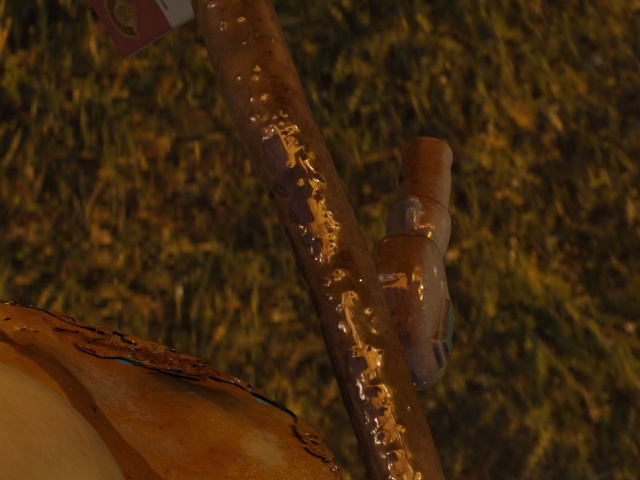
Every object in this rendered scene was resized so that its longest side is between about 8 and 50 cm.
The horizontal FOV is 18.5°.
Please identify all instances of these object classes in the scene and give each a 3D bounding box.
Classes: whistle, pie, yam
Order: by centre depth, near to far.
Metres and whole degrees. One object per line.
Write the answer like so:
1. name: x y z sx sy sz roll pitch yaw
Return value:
1. yam: 0.000 0.000 0.990 0.045 0.327 0.045 -14 152 -12
2. pie: -0.115 0.100 1.097 0.273 0.273 0.069 24 104 -19
3. whistle: 0.067 0.018 1.351 0.057 0.220 0.107 -3 137 13

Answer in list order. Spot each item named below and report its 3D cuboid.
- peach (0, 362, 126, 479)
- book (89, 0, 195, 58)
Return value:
1. peach: -0.139 0.140 0.516 0.232 0.232 0.232 -3 121 -5
2. book: -0.112 -0.212 1.215 0.022 0.232 0.162 -36 99 -30
